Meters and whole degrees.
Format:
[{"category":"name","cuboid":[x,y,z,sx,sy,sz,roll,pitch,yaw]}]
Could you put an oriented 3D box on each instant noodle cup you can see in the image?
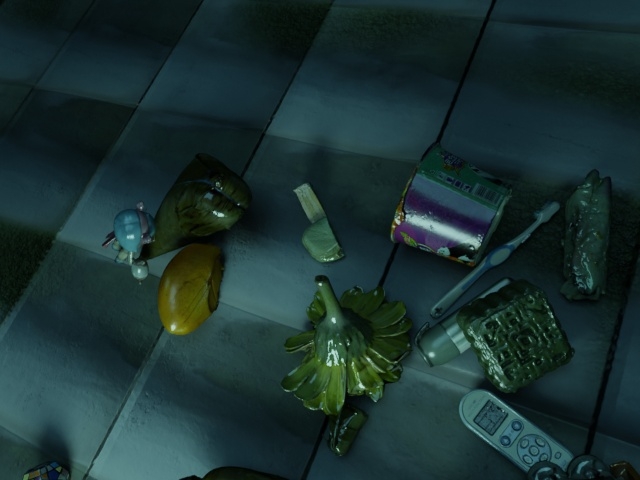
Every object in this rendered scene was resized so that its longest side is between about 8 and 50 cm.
[{"category":"instant noodle cup","cuboid":[0.295,-0.068,1.249,0.190,0.251,0.251,26,75,19]}]

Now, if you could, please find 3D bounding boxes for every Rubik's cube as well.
[{"category":"Rubik's cube","cuboid":[-0.635,0.565,1.306,0.093,0.111,0.111,9,64,-9]}]

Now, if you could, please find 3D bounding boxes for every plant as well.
[{"category":"plant","cuboid":[0.073,0.204,1.202,0.262,0.297,0.305,22,46,-2]}]

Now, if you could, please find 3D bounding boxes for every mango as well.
[{"category":"mango","cuboid":[-0.326,0.121,1.404,0.126,0.153,0.252,-5,49,24]}]

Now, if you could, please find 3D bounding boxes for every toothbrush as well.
[{"category":"toothbrush","cuboid":[0.392,0.042,1.267,0.386,0.040,0.040,-42,59,-5]}]

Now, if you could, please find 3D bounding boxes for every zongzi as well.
[{"category":"zongzi","cuboid":[-0.341,-0.042,1.437,0.360,0.160,0.323,-49,24,-1]},{"category":"zongzi","cuboid":[0.028,0.389,1.207,0.119,0.055,0.109,21,74,38]}]

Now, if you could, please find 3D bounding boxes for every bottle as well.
[{"category":"bottle","cuboid":[0.315,0.169,1.201,0.254,0.079,0.096,-35,83,-1]}]

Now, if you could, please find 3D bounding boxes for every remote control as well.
[{"category":"remote control","cuboid":[0.379,0.383,1.096,0.244,0.047,0.087,36,83,29]}]

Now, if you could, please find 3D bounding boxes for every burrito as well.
[{"category":"burrito","cuboid":[0.575,-0.015,1.221,0.096,0.066,0.308,9,68,16]}]

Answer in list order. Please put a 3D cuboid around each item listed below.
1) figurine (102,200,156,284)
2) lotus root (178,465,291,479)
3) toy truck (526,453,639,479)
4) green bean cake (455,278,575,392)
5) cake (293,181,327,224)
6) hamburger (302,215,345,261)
[{"category":"figurine","cuboid":[-0.504,0.014,1.476,0.260,0.103,0.205,-31,62,51]},{"category":"lotus root","cuboid":[-0.153,0.537,1.131,0.310,0.173,0.173,6,66,25]},{"category":"toy truck","cuboid":[0.364,0.515,0.951,0.388,0.173,0.206,-16,90,10]},{"category":"green bean cake","cuboid":[0.384,0.188,1.117,0.173,0.094,0.181,-26,93,-2]},{"category":"cake","cuboid":[-0.018,-0.088,1.473,0.052,0.065,0.121,-29,82,3]},{"category":"hamburger","cuboid":[0.001,0.002,1.410,0.084,0.054,0.121,-26,56,9]}]
